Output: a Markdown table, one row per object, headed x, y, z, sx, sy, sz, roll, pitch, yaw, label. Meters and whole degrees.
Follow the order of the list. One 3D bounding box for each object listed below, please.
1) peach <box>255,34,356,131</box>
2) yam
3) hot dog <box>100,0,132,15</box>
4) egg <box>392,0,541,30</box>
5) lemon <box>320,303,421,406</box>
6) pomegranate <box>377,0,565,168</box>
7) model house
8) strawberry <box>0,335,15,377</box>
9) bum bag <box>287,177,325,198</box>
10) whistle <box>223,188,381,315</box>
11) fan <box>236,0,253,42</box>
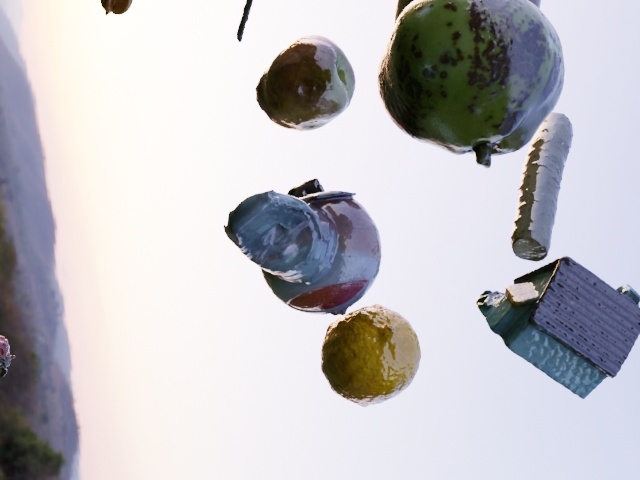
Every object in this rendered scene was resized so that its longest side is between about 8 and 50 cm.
| x | y | z | sx | sy | sz | roll | pitch | yaw | label |
| --- | --- | --- | --- | --- | --- | --- | --- | --- | --- |
| -0.044 | -0.354 | 1.831 | 0.235 | 0.214 | 0.214 | -20 | -107 | 25 | peach |
| 0.398 | -0.106 | 1.434 | 0.083 | 0.083 | 0.371 | 106 | 9 | -47 | yam |
| -0.265 | -0.363 | 1.060 | 0.041 | 0.056 | 0.133 | 38 | -70 | 54 | hot dog |
| 0.261 | -0.424 | 1.467 | 0.322 | 0.250 | 0.250 | -51 | -131 | 52 | egg |
| 0.068 | 0.170 | 1.166 | 0.187 | 0.142 | 0.142 | 138 | -57 | -59 | lemon |
| 0.192 | -0.230 | 0.924 | 0.276 | 0.204 | 0.222 | -61 | 161 | -2 | pomegranate |
| 0.534 | 0.147 | 1.738 | 0.249 | 0.280 | 0.230 | -51 | -162 | 16 | model house |
| -0.619 | 0.201 | 1.400 | 0.104 | 0.152 | 0.048 | -70 | -155 | 18 | strawberry |
| 0.000 | 0.000 | 1.544 | 0.137 | 0.074 | 0.310 | -44 | -134 | 10 | bum bag |
| -0.022 | 0.014 | 1.077 | 0.348 | 0.189 | 0.189 | 23 | 52 | -68 | whistle |
| -0.091 | -0.466 | 1.268 | 0.335 | 0.011 | 0.229 | 114 | -34 | -40 | fan |
